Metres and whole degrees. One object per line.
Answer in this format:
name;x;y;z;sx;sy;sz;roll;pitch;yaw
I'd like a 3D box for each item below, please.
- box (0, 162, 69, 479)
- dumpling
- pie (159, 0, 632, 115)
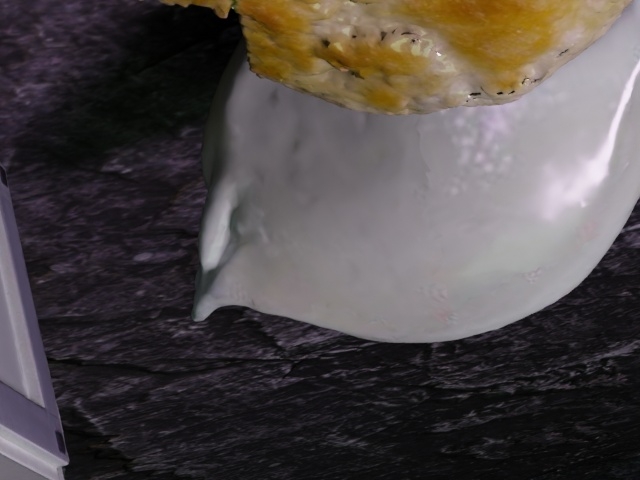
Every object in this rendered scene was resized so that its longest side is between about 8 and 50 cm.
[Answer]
box;-0.244;0.030;0.916;0.117;0.225;0.225;-18;161;4
dumpling;0.072;-0.086;0.886;0.321;0.270;0.212;2;144;22
pie;-0.016;-0.156;0.652;0.338;0.075;0.337;9;155;4
